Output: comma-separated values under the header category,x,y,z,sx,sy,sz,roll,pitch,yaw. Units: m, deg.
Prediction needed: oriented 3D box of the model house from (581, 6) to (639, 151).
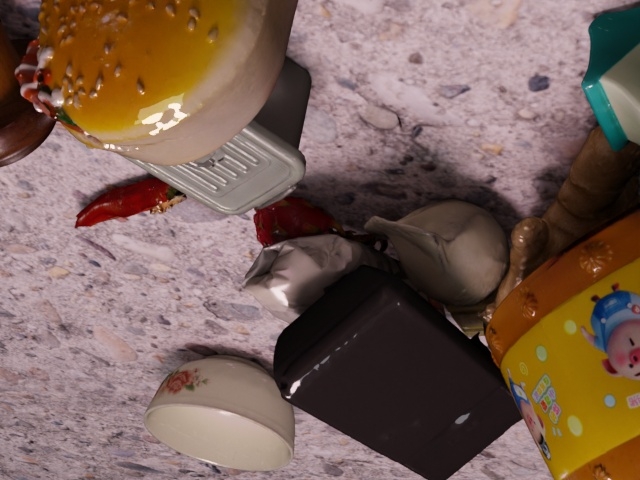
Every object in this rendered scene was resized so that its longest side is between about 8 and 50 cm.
category,x,y,z,sx,sy,sz,roll,pitch,yaw
model house,0.310,-0.145,0.829,0.127,0.149,0.100,-42,133,1

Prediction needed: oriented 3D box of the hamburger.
category,x,y,z,sx,sy,sz,roll,pitch,yaw
hamburger,-0.126,-0.208,0.744,0.227,0.295,0.151,-2,155,33

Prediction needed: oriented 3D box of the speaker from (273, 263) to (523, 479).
category,x,y,z,sx,sy,sz,roll,pitch,yaw
speaker,0.098,0.145,1.115,0.180,0.184,0.388,-41,133,10

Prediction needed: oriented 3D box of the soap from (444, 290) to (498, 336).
category,x,y,z,sx,sy,sz,roll,pitch,yaw
soap,0.300,0.092,1.264,0.252,0.037,0.092,-8,140,30

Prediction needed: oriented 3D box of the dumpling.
category,x,y,z,sx,sy,sz,roll,pitch,yaw
dumpling,0.147,0.007,1.119,0.166,0.215,0.126,22,120,42

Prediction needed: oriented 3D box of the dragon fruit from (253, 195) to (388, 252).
category,x,y,z,sx,sy,sz,roll,pitch,yaw
dragon fruit,0.000,0.000,1.190,0.190,0.094,0.094,17,147,-17

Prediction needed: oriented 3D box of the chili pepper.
category,x,y,z,sx,sy,sz,roll,pitch,yaw
chili pepper,-0.251,-0.054,1.243,0.267,0.059,0.051,-10,102,36

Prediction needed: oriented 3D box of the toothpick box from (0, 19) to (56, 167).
category,x,y,z,sx,sy,sz,roll,pitch,yaw
toothpick box,-0.387,-0.207,0.938,0.192,0.192,0.294,1,140,19

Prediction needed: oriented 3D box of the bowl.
category,x,y,z,sx,sy,sz,roll,pitch,yaw
bowl,-0.169,0.299,1.646,0.277,0.145,0.277,8,147,5

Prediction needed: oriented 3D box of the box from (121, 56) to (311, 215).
category,x,y,z,sx,sy,sz,roll,pitch,yaw
box,-0.127,-0.150,0.970,0.243,0.135,0.163,30,145,-25

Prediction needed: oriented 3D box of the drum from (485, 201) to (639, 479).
category,x,y,z,sx,sy,sz,roll,pitch,yaw
drum,0.395,0.106,0.922,0.431,0.214,0.431,-19,155,-9

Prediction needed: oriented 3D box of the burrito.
category,x,y,z,sx,sy,sz,roll,pitch,yaw
burrito,0.075,0.089,1.216,0.139,0.101,0.445,-43,143,14

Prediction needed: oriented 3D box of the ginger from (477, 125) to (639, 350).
category,x,y,z,sx,sy,sz,roll,pitch,yaw
ginger,0.278,0.001,1.037,0.147,0.081,0.334,3,129,-46
